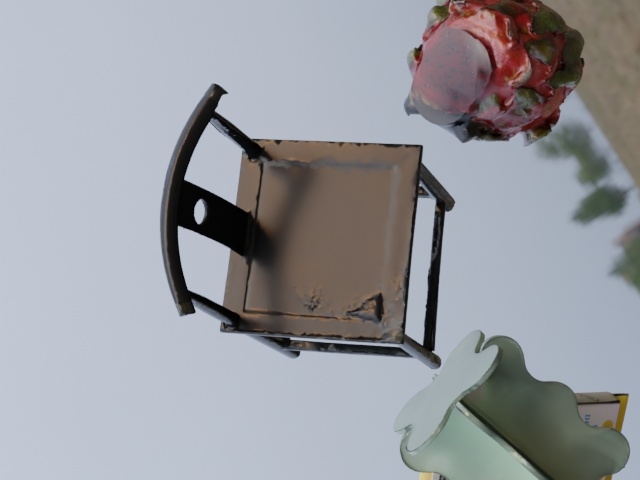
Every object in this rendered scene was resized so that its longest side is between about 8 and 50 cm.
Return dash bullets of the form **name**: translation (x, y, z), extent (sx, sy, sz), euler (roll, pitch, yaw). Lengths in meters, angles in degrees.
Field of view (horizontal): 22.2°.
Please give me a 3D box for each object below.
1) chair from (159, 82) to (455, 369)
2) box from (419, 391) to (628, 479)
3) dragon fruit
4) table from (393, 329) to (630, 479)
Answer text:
- **chair**: translation (0.000, 0.000, 1.149), extent (0.260, 0.141, 0.154), euler (36, -122, -70)
- **box**: translation (0.228, 0.229, 1.786), extent (0.033, 0.247, 0.129), euler (-137, 50, -62)
- **dragon fruit**: translation (0.166, -0.164, 1.545), extent (0.172, 0.166, 0.160), euler (-3, -100, -55)
- **table**: translation (0.196, 0.210, 1.632), extent (0.198, 0.166, 0.166), euler (40, -167, -10)
